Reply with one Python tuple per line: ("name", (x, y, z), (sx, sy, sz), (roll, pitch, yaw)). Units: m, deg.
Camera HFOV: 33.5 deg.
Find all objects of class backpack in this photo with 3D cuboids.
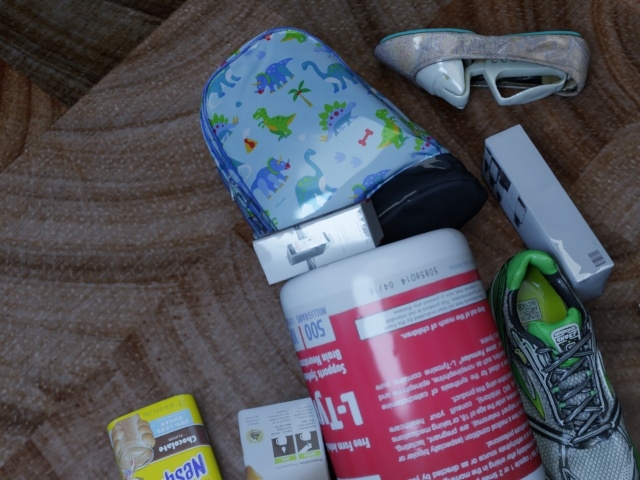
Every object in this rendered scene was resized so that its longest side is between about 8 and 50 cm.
("backpack", (-0.005, -0.115, 1.427), (0.290, 0.273, 0.355), (-39, 54, 4))

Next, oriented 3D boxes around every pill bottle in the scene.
("pill bottle", (0.117, 0.209, 1.206), (0.229, 0.229, 0.407), (-18, 85, -5))

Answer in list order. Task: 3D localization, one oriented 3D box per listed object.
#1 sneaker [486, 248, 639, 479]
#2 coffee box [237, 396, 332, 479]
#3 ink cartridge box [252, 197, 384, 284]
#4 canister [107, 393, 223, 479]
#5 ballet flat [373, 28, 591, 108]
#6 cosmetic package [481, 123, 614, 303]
("sneaker", (0.289, 0.170, 1.304), (0.134, 0.146, 0.343), (-19, 65, -5))
("coffee box", (-0.027, 0.328, 1.250), (0.098, 0.141, 0.246), (-11, 63, -1))
("ink cartridge box", (0.000, 0.000, 1.258), (0.135, 0.099, 0.056), (-19, 94, 12))
("canister", (-0.186, 0.289, 1.319), (0.126, 0.073, 0.170), (-21, 63, -6))
("ballet flat", (0.235, -0.247, 1.542), (0.316, 0.107, 0.106), (-1, 71, 5))
("cosmetic package", (0.299, -0.031, 1.431), (0.060, 0.099, 0.239), (-25, 64, -6))
